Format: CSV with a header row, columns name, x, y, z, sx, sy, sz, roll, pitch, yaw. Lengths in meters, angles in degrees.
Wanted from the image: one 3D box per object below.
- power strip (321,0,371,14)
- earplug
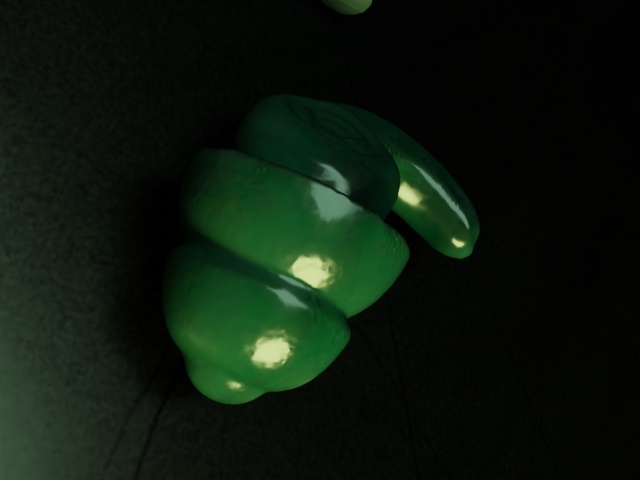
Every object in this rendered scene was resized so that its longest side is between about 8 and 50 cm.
name,x,y,z,sx,sy,sz,roll,pitch,yaw
power strip,0.008,-0.294,0.745,0.137,0.044,0.216,34,61,-29
earplug,-0.004,0.000,0.630,0.280,0.164,0.257,-60,155,-18
